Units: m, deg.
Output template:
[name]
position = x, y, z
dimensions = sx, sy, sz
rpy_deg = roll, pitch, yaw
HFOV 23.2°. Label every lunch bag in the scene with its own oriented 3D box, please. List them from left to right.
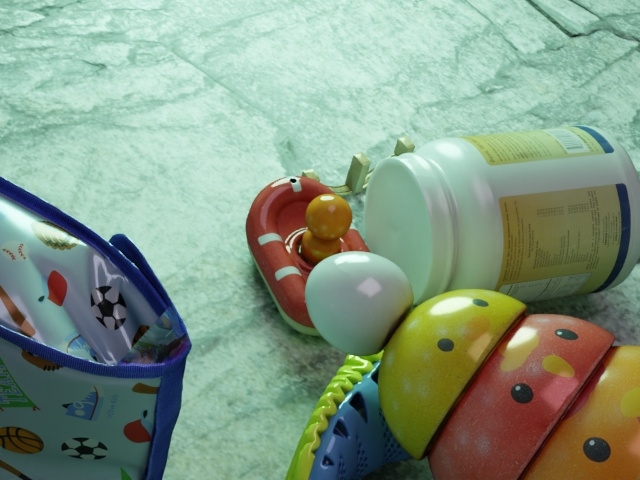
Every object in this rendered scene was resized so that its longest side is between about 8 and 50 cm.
[lunch bag]
position = -0.323, 0.131, 1.639
dimensions = 0.385, 0.328, 0.239
rpy_deg = 28, 43, 13

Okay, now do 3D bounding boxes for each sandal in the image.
[sandal]
position = 0.063, 0.214, 1.828
dimensions = 0.138, 0.126, 0.317
rpy_deg = 30, 46, 7

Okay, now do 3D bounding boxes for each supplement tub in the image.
[supplement tub]
position = 0.238, -0.028, 2.043
dimensions = 0.316, 0.228, 0.228
rpy_deg = -6, 49, -23

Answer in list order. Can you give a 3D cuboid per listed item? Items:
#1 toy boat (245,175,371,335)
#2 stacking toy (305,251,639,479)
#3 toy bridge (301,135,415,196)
[toy boat]
position = 0.000, 0.000, 1.995
dimensions = 0.151, 0.151, 0.231
rpy_deg = -10, 50, -26
[stacking toy]
position = 0.180, 0.174, 1.716
dimensions = 0.480, 0.350, 0.350
rpy_deg = 33, 46, 10
[toy bridge]
position = 0.051, -0.093, 2.167
dimensions = 0.188, 0.063, 0.026
rpy_deg = -20, 55, -31
